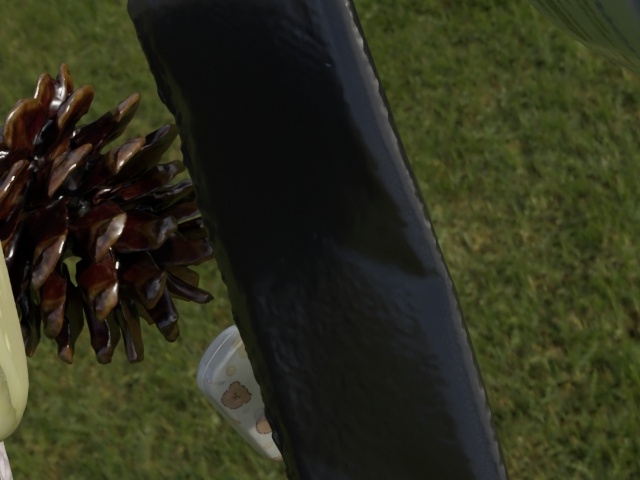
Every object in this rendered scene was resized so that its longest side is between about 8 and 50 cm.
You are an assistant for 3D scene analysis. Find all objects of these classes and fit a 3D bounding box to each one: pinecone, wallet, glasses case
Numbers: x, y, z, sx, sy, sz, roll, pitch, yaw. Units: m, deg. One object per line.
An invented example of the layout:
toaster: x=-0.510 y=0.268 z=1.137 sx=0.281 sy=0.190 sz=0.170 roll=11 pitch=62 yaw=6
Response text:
pinecone: x=-0.158 y=-0.007 z=0.882 sx=0.208 sy=0.208 sz=0.208 roll=-15 pitch=45 yaw=16
wallet: x=0.000 y=0.000 z=0.524 sx=0.025 sy=0.244 sz=0.124 roll=-24 pitch=9 yaw=-40
glasses case: x=-0.048 y=0.121 z=1.022 sx=0.041 sy=0.164 sz=0.063 roll=29 pitch=72 yaw=34

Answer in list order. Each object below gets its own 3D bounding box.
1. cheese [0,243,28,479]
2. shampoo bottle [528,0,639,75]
cheese: x=-0.147 y=0.062 z=0.550 sx=0.050 sy=0.255 sz=0.127 roll=-14 pitch=15 yaw=-9
shampoo bottle: x=0.184 y=-0.145 z=0.576 sx=0.151 sy=0.222 sz=0.349 roll=-33 pitch=20 yaw=2
